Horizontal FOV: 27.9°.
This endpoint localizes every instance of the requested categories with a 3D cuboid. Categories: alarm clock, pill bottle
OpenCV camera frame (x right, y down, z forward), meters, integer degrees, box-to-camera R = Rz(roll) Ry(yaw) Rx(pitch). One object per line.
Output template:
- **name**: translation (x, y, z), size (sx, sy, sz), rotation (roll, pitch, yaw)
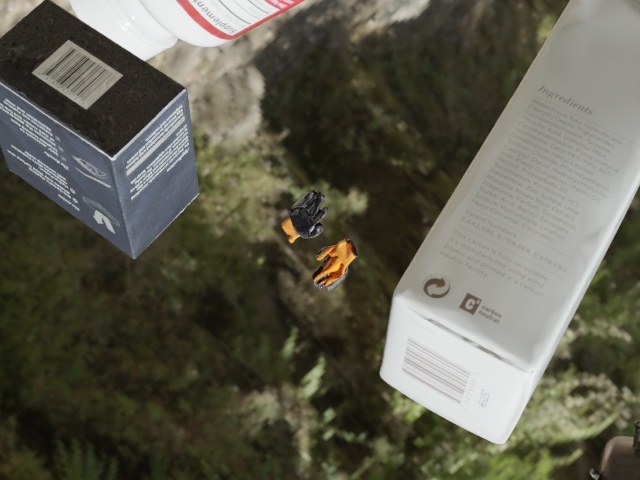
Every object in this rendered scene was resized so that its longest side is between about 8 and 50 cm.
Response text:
- **alarm clock**: translation (0.298, 0.262, 1.234), size (0.192, 0.064, 0.129), rotation (62, 35, -50)
- **pill bottle**: translation (-0.093, -0.369, 1.494), size (0.408, 0.229, 0.229), rotation (-24, -175, 22)

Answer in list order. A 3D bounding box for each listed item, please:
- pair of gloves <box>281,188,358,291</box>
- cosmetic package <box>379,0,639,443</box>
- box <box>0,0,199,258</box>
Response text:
- **pair of gloves**: translation (0.000, 0.000, 1.118), size (0.010, 0.083, 0.074), rotation (-17, 161, -36)
- **cosmetic package**: translation (0.122, -0.017, 0.701), size (0.231, 0.085, 0.117), rotation (-56, 167, -22)
- **box**: translation (-0.192, -0.092, 1.078), size (0.093, 0.156, 0.158), rotation (-48, 161, -25)
